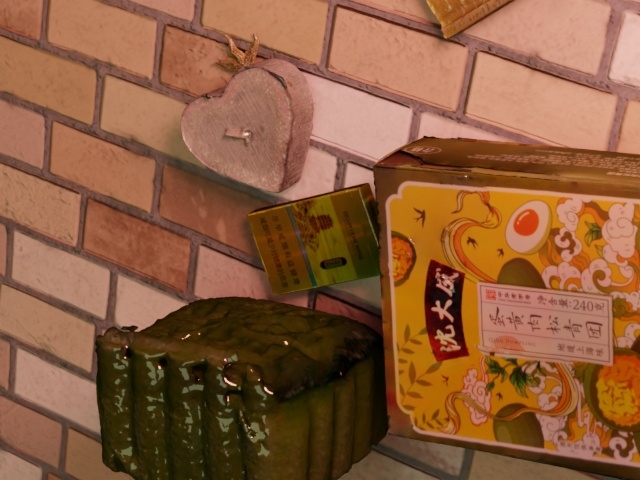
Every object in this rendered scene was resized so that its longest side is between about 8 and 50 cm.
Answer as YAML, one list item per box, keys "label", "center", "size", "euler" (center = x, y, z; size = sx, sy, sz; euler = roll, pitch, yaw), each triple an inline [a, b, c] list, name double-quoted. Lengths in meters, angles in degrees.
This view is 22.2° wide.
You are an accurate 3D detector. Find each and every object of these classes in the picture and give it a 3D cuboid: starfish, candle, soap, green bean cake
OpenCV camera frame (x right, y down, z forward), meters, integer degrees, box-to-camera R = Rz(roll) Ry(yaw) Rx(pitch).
- label: "starfish"
  center: [-0.099, -0.232, 2.158]
  size: [0.086, 0.016, 0.092]
  euler: [35, 121, 8]
- label: "candle"
  center: [-0.083, -0.142, 2.142]
  size: [0.192, 0.068, 0.168]
  euler: [-25, 97, 37]
- label: "soap"
  center: [0.224, -0.331, 1.897]
  size: [0.252, 0.037, 0.092]
  euler: [-28, 91, 37]
- label: "green bean cake"
  center: [-0.102, 0.188, 2.139]
  size: [0.335, 0.319, 0.218]
  euler: [11, 111, 25]

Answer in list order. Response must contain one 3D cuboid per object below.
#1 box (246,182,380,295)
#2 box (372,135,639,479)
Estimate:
- label: "box"
  center: [0.000, 0.000, 2.173]
  size: [0.193, 0.030, 0.121]
  euler: [-12, 101, 35]
- label: "box"
  center: [0.278, 0.079, 1.961]
  size: [0.420, 0.138, 0.373]
  euler: [7, 112, 30]
